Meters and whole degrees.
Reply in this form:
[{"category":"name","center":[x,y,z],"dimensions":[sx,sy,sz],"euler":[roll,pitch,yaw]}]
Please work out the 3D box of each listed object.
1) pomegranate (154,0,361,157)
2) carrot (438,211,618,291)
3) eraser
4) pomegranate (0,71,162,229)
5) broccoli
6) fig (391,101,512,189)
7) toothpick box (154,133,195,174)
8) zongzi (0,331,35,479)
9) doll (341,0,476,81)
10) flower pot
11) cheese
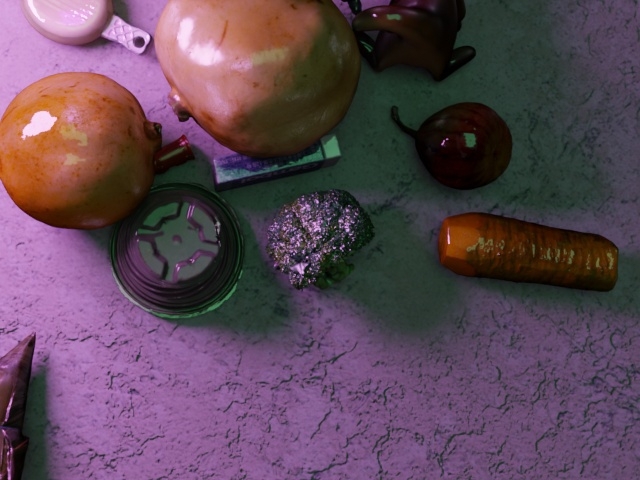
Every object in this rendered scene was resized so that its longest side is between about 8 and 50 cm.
[{"category":"pomegranate","center":[-0.103,-0.286,1.760],"dimensions":[0.332,0.332,0.332],"euler":[1,84,-7]},{"category":"carrot","center":[0.351,0.019,1.889],"dimensions":[0.302,0.114,0.114],"euler":[8,83,-8]},{"category":"eraser","center":[-0.076,-0.130,1.865],"dimensions":[0.212,0.092,0.046],"euler":[-13,85,-10]},{"category":"pomegranate","center":[-0.376,-0.143,1.744],"dimensions":[0.264,0.264,0.264],"euler":[1,84,-7]},{"category":"broccoli","center":[0.000,0.000,1.828],"dimensions":[0.195,0.195,0.156],"euler":[-24,107,-9]},{"category":"fig","center":[0.223,-0.157,1.877],"dimensions":[0.202,0.149,0.148],"euler":[-5,103,6]},{"category":"toothpick box","center":[-0.256,-0.141,1.866],"dimensions":[0.083,0.047,0.047],"euler":[-25,87,-8]},{"category":"zongzi","center":[-0.592,0.274,1.751],"dimensions":[0.286,0.138,0.300],"euler":[6,69,2]},{"category":"doll","center":[0.136,-0.452,1.888],"dimensions":[0.318,0.209,0.340],"euler":[4,84,-39]},{"category":"flower pot","center":[-0.232,0.009,1.807],"dimensions":[0.235,0.140,0.235],"euler":[1,84,-9]},{"category":"cheese","center":[-0.388,-0.379,1.867],"dimensions":[0.227,0.064,0.137],"euler":[28,85,-2]}]
